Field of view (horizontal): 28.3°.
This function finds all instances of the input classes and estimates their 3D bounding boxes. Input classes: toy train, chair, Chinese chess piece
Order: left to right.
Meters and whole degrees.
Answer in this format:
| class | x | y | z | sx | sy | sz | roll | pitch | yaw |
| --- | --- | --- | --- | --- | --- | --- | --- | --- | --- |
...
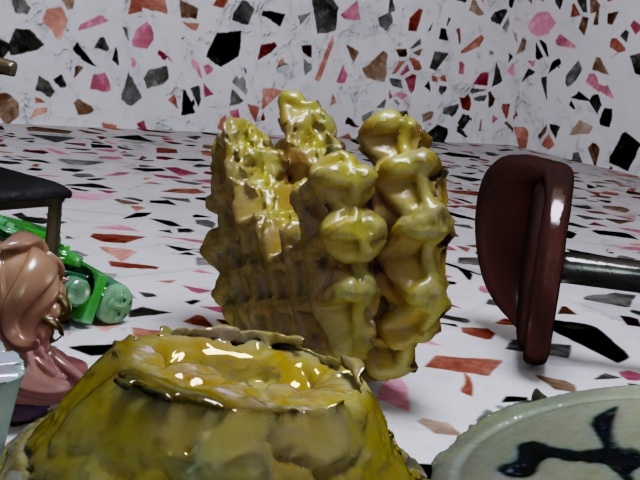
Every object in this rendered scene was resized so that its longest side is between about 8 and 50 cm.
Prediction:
| class | x | y | z | sx | sy | sz | roll | pitch | yaw |
| --- | --- | --- | --- | --- | --- | --- | --- | --- | --- |
| chair | -0.346 | -0.044 | 1.162 | 0.166 | 0.272 | 0.188 | 15 | 14 | 36 |
| toy train | -0.294 | 0.029 | 1.346 | 0.119 | 0.085 | 0.251 | 18 | 4 | -44 |
| Chinese chess piece | 0.168 | 0.164 | 0.737 | 0.237 | 0.092 | 0.238 | -12 | 16 | 3 |
| chair | 0.350 | 0.039 | 1.314 | 0.400 | 0.227 | 0.226 | 8 | 11 | 9 |

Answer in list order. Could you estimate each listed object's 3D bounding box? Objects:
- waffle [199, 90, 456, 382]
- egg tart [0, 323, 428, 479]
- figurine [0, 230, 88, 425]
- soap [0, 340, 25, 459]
| class | x | y | z | sx | sy | sz | roll | pitch | yaw |
| --- | --- | --- | --- | --- | --- | --- | --- | --- | --- |
| waffle | 0.000 | 0.000 | 1.188 | 0.151 | 0.261 | 0.324 | -6 | 13 | -23 |
| egg tart | -0.064 | 0.131 | 0.849 | 0.314 | 0.120 | 0.315 | 7 | 10 | -1 |
| figurine | -0.238 | 0.075 | 0.992 | 0.126 | 0.157 | 0.114 | 8 | 31 | -21 |
| soap | -0.312 | 0.119 | 0.838 | 0.230 | 0.091 | 0.145 | 0 | 16 | -34 |
